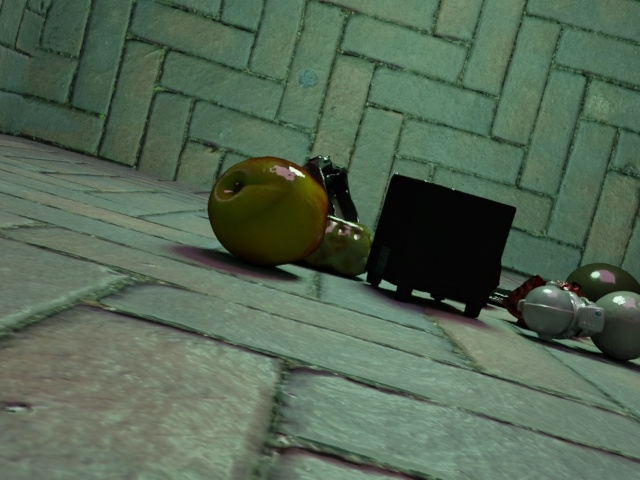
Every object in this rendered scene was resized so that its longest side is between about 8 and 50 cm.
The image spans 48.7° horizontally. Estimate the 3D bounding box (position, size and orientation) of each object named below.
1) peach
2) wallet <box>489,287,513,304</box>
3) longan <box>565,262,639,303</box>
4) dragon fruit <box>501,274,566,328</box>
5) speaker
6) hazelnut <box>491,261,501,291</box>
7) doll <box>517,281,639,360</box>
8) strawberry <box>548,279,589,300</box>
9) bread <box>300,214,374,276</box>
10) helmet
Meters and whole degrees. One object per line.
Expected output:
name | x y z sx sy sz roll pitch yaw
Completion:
peach | -0.097 -0.055 1.357 0.231 0.231 0.231 16 4 -1
wallet | 0.544 0.170 1.987 0.323 0.041 0.247 19 6 15
longan | 0.779 0.159 1.941 0.220 0.196 0.196 32 9 16
dragon fruit | 0.515 0.151 1.626 0.192 0.122 0.092 11 -9 -23
speaker | 0.251 0.010 1.518 0.232 0.254 0.184 14 5 -18
hazelnut | 0.369 0.058 1.819 0.229 0.229 0.229 16 4 -1
doll | 0.544 0.160 1.448 0.287 0.151 0.151 11 5 -8
strawberry | 0.585 0.163 1.731 0.145 0.086 0.145 13 -33 9
bread | 0.000 0.000 1.611 0.268 0.130 0.152 16 40 -4
helmet | -0.016 -0.081 1.908 0.197 0.271 0.338 -15 0 18
